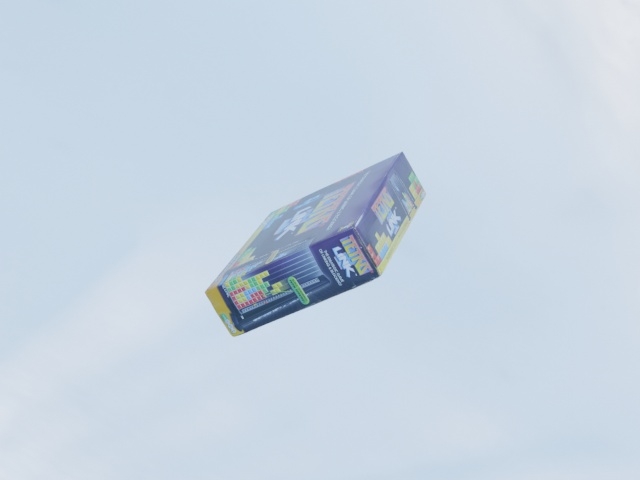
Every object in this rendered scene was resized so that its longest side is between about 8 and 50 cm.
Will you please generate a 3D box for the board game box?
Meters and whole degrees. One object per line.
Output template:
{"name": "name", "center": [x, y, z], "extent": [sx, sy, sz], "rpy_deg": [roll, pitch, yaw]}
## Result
{"name": "board game box", "center": [0.000, 0.000, 0.986], "extent": [0.141, 0.170, 0.048], "rpy_deg": [-25, 104, 25]}
